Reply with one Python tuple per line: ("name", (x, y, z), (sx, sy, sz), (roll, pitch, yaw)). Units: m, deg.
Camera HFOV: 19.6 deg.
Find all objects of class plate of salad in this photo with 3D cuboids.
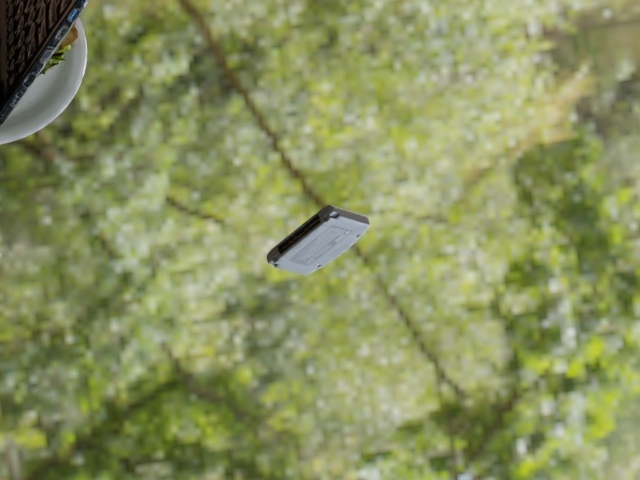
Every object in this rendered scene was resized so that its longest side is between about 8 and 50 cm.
("plate of salad", (-0.307, -0.161, 1.647), (0.200, 0.199, 0.048), (-8, -141, -6))

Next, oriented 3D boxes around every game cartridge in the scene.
("game cartridge", (0.000, 0.000, 1.592), (0.083, 0.017, 0.056), (-38, 142, 30))

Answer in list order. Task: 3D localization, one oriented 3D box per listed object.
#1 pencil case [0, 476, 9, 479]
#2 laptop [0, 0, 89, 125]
("pencil case", (-0.436, 0.375, 1.887), (0.184, 0.159, 0.410), (-8, -171, 29))
("laptop", (-0.241, -0.191, 1.142), (0.137, 0.234, 0.264), (18, 132, -29))
